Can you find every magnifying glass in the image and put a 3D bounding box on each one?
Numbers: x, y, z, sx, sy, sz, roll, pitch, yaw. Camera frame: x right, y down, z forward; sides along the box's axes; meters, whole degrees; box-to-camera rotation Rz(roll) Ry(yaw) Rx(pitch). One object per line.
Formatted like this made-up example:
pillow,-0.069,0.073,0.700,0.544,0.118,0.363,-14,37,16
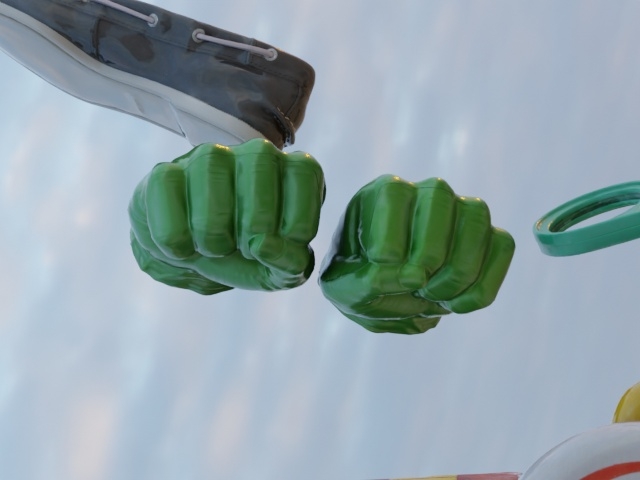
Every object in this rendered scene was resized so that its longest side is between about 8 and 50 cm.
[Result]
magnifying glass,0.242,-0.021,1.324,0.092,0.231,0.026,-32,-76,-37

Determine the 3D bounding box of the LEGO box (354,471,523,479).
LEGO box,0.084,0.495,1.619,0.500,0.193,0.372,-68,-32,-57

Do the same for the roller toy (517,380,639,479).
roller toy,0.195,0.204,1.152,0.209,0.191,0.146,-38,-11,-2

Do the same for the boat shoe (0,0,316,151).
boat shoe,-0.159,-0.165,1.623,0.095,0.335,0.112,-58,-16,-19

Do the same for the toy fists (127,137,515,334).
toy fists,0.000,0.000,1.372,0.142,0.279,0.096,127,153,-58
